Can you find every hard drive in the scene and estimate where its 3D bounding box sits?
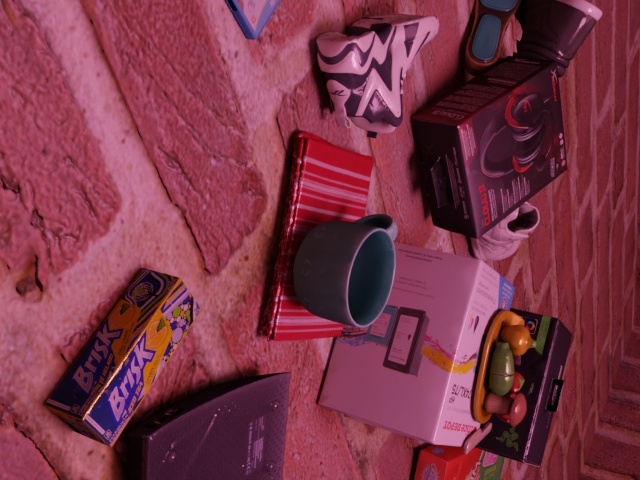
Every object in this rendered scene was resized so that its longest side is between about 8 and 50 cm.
[{"bbox_3d":[-0.129,0.254,0.926,0.254,0.054,0.172,-13,110,-57],"label":"hard drive"}]

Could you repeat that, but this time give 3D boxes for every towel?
[{"bbox_3d":[0.000,0.000,1.081,0.199,0.031,0.275,7,94,-59],"label":"towel"}]

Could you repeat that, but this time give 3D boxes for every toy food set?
[{"bbox_3d":[0.288,0.219,1.199,0.128,0.071,0.218,0,101,-60],"label":"toy food set"}]

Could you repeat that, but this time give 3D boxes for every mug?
[{"bbox_3d":[0.032,0.036,1.020,0.157,0.097,0.129,-19,115,-57],"label":"mug"}]

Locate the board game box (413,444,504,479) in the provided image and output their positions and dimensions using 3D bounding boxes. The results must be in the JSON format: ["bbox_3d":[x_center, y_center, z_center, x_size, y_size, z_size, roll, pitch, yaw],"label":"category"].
[{"bbox_3d":[0.286,0.529,1.654,0.316,0.064,0.242,-1,104,-54],"label":"board game box"}]

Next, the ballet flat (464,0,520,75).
[{"bbox_3d":[0.312,-0.406,1.446,0.073,0.080,0.232,96,17,-73],"label":"ballet flat"}]

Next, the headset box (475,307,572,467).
[{"bbox_3d":[0.284,0.240,1.381,0.131,0.283,0.246,35,70,-57],"label":"headset box"}]

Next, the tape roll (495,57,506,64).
[{"bbox_3d":[0.366,-0.264,1.553,0.189,0.080,0.189,-26,121,-54],"label":"tape roll"}]

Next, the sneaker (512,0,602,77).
[{"bbox_3d":[0.394,-0.387,1.467,0.104,0.296,0.147,24,104,-19],"label":"sneaker"}]

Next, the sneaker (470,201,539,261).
[{"bbox_3d":[0.367,-0.020,1.563,0.305,0.152,0.114,28,73,-59],"label":"sneaker"}]

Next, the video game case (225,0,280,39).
[{"bbox_3d":[-0.083,-0.321,0.856,0.119,0.015,0.166,-64,146,-24],"label":"video game case"}]

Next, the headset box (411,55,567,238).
[{"bbox_3d":[0.288,-0.158,1.357,0.293,0.110,0.218,-34,124,-28],"label":"headset box"}]

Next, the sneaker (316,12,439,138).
[{"bbox_3d":[0.087,-0.225,1.092,0.235,0.094,0.153,-37,131,-48],"label":"sneaker"}]

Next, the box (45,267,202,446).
[{"bbox_3d":[-0.191,0.112,0.778,0.169,0.054,0.059,-60,145,-30],"label":"box"}]

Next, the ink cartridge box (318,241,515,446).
[{"bbox_3d":[0.154,0.161,1.223,0.198,0.197,0.270,28,76,-58],"label":"ink cartridge box"}]
